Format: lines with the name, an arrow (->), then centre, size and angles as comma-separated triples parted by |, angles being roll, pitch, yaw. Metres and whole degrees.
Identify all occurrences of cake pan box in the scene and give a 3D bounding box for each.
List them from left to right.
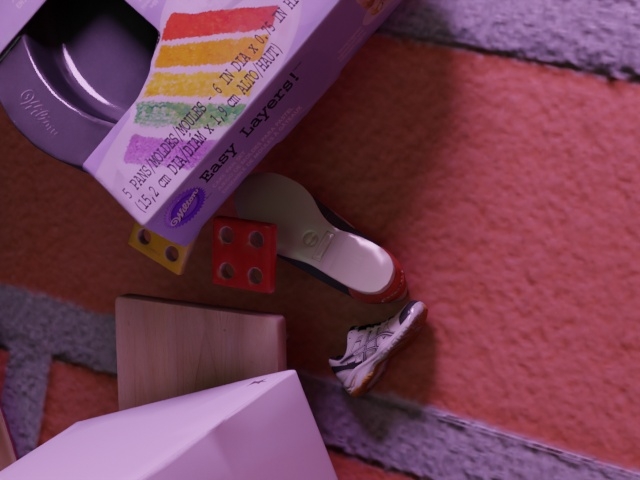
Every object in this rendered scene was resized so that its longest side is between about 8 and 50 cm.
cake pan box -> -0.100, -0.164, 1.208 | 0.267, 0.070, 0.246 | -48, 63, 6

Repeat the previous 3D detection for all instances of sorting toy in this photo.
sorting toy -> -0.074, 0.096, 1.249 | 0.132, 0.046, 0.274 | 6, 105, 29

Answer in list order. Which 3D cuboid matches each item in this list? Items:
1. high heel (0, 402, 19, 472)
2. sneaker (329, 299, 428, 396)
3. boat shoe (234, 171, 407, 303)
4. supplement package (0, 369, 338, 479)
high heel -> -0.240, 0.202, 1.306 | 0.377, 0.127, 0.181 | 46, 118, 22
sneaker -> 0.036, 0.065, 1.202 | 0.037, 0.032, 0.083 | 48, 112, 19
boat shoe -> 0.000, 0.000, 1.214 | 0.137, 0.043, 0.049 | 32, 89, 25
supplement package -> -0.094, 0.252, 1.149 | 0.198, 0.199, 0.263 | -16, 98, 33
